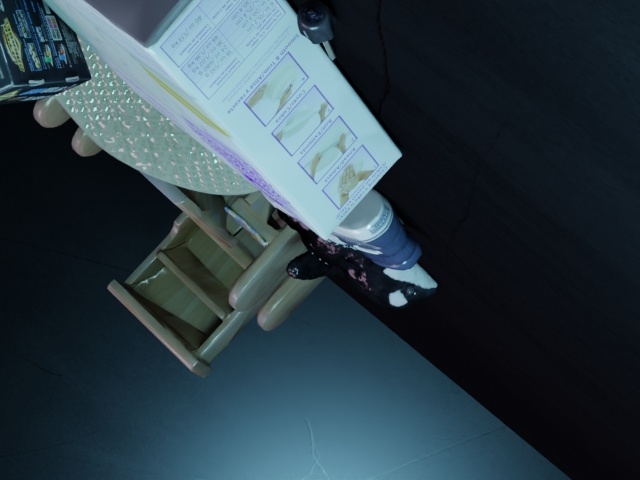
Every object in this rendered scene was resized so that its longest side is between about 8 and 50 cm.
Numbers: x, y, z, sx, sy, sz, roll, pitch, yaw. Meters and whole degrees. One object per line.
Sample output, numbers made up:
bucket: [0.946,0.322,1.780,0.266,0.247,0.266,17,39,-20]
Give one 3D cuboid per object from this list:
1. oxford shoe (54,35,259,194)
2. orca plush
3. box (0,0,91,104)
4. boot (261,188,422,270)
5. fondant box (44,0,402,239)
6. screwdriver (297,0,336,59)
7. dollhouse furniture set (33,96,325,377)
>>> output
oxford shoe: [-0.203,-0.192,1.746,0.449,0.169,0.130,33,-139,-27]
orca plush: [0.000,0.000,2.066,0.287,0.102,0.151,43,175,-36]
box: [-0.251,-0.210,1.383,0.175,0.051,0.220,-32,-77,-77]
boot: [0.016,-0.027,1.842,0.190,0.069,0.086,33,170,47]
fondant box: [-0.101,-0.152,1.338,0.238,0.096,0.330,38,177,30]
screwdriver: [-0.001,-0.130,1.193,0.025,0.024,0.170,10,178,0]
dollhouse furniture set: [-0.175,-0.009,2.362,0.362,0.256,0.394,42,179,19]
